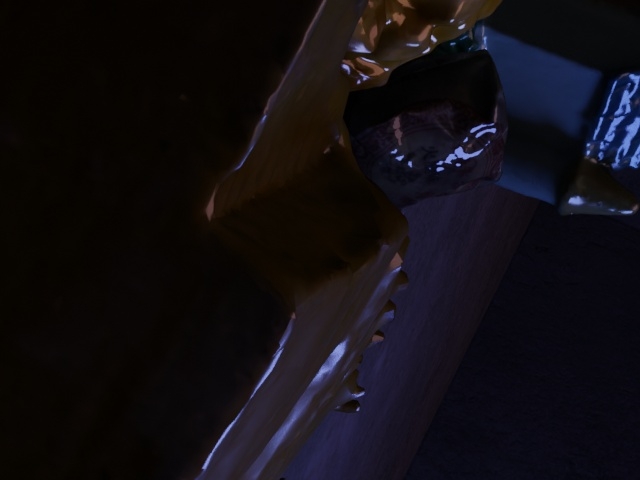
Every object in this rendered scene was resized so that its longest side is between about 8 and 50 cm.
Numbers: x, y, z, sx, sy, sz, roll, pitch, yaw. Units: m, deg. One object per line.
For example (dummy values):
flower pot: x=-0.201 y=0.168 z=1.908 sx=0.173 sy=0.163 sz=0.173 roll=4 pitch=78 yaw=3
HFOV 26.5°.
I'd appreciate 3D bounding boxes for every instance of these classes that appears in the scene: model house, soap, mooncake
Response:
model house: x=0.251 y=-0.141 z=1.191 sx=0.267 sy=0.325 sz=0.194 roll=-55 pitch=162 yaw=-44
soap: x=-0.036 y=-0.030 z=0.492 sx=0.304 sy=0.169 sz=0.338 roll=-59 pitch=171 yaw=15
mooncake: x=0.082 y=-0.076 z=1.060 sx=0.125 sy=0.130 sz=0.073 roll=85 pitch=-6 yaw=-53

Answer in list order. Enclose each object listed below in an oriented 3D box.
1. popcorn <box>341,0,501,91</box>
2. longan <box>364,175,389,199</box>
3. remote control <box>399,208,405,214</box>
popcorn: x=0.013 y=-0.148 z=0.534 sx=0.180 sy=0.170 sz=0.180 roll=-15 pitch=90 yaw=-87
longan: x=0.000 y=0.000 z=0.920 sx=0.119 sy=0.106 sz=0.106 roll=33 pitch=-78 yaw=59
remote control: x=0.068 y=-0.028 z=1.307 sx=0.050 sy=0.027 sz=0.184 roll=114 pitch=-1 yaw=-47
